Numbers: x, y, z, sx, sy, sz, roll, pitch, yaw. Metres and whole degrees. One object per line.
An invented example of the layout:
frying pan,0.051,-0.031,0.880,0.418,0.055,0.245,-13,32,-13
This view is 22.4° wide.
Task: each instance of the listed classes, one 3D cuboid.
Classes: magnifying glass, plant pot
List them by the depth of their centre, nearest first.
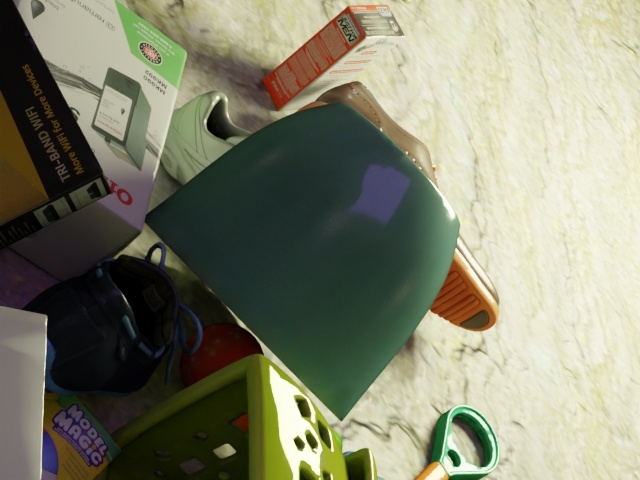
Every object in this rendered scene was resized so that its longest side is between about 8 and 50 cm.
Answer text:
plant pot,-0.068,0.276,1.482,0.207,0.228,0.227,36,36,-34
plant pot,0.000,0.000,1.665,0.293,0.235,0.293,45,-3,3
magnifying glass,0.152,0.265,1.921,0.092,0.026,0.231,56,35,2

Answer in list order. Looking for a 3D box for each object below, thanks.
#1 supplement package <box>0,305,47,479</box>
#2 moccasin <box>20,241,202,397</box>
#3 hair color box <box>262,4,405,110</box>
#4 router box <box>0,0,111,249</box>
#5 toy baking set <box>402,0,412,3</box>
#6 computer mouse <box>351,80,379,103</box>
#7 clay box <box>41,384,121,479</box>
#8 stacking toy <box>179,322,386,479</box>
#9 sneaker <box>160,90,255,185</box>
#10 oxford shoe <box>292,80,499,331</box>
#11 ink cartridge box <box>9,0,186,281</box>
supplement package,-0.359,0.151,1.246,0.261,0.145,0.204,14,49,-23
moccasin,-0.176,0.079,1.506,0.138,0.117,0.342,55,7,-1
hair color box,0.016,-0.233,2.057,0.093,0.167,0.053,-12,70,-54
router box,-0.367,-0.127,1.457,0.309,0.243,0.081,61,-7,10
toy baking set,0.108,-0.452,2.483,0.197,0.030,0.256,59,35,2
computer mouse,0.071,-0.119,2.141,0.106,0.042,0.193,-15,79,-49
clay box,-0.273,0.191,1.422,0.127,0.053,0.222,51,46,-5
stacking toy,-0.024,0.223,1.661,0.330,0.141,0.141,54,34,6
sneaker,-0.100,-0.066,1.822,0.090,0.115,0.232,-20,77,-55
oxford shoe,0.120,-0.049,2.032,0.132,0.130,0.364,-40,94,-36
ink cartridge box,-0.271,-0.131,1.669,0.211,0.121,0.289,35,39,-25
